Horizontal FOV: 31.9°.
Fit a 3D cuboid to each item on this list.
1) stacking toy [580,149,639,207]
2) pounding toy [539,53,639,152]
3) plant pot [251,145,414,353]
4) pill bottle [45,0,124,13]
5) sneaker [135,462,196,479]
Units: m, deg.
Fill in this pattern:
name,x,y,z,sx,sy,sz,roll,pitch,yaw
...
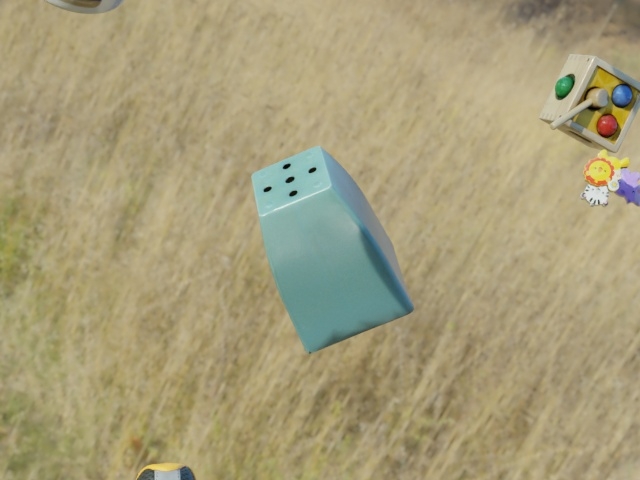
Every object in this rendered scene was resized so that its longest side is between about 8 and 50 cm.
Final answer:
name,x,y,z,sx,sy,sz,roll,pitch,yaw
stacking toy,0.452,-0.052,1.484,0.221,0.052,0.167,20,-2,11
pounding toy,0.400,-0.201,1.674,0.141,0.130,0.100,25,2,-23
plant pot,0.000,0.000,1.562,0.165,0.166,0.234,-104,169,-52
pill bottle,-0.185,-0.294,0.947,0.112,0.186,0.112,18,47,-20
sneaker,-0.103,0.205,0.740,0.084,0.215,0.083,4,67,-14
